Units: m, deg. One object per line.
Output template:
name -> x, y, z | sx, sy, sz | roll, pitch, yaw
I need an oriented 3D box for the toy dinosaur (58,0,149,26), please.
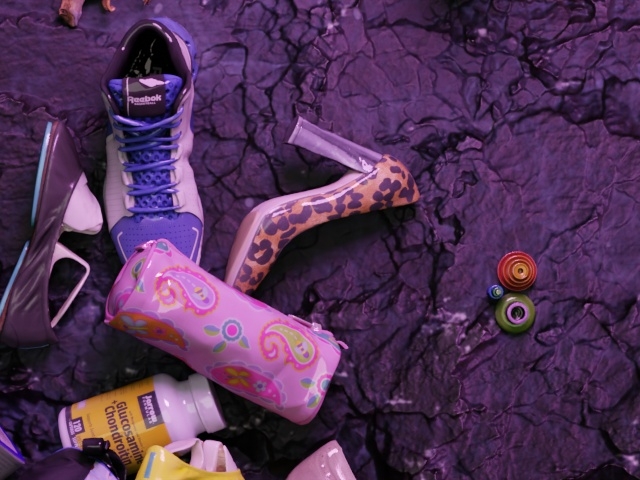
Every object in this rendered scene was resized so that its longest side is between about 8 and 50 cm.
toy dinosaur -> -0.245, -0.351, 1.662 | 0.112, 0.064, 0.212 | 31, 88, 1

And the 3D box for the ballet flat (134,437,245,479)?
ballet flat -> -0.140, 0.269, 1.573 | 0.077, 0.231, 0.077 | 0, 80, 24

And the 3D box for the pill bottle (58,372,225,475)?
pill bottle -> -0.212, 0.220, 1.627 | 0.184, 0.103, 0.103 | -20, 89, -1

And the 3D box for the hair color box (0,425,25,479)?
hair color box -> -0.517, 0.304, 1.546 | 0.339, 0.185, 0.110 | -38, 77, -12

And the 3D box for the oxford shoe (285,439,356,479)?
oxford shoe -> 0.111, 0.405, 1.614 | 0.397, 0.140, 0.146 | 43, 81, -2

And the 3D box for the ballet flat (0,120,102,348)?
ballet flat -> -0.319, -0.002, 1.644 | 0.096, 0.095, 0.281 | 15, 99, -10

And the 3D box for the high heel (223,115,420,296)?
high heel -> 0.000, 0.000, 1.654 | 0.186, 0.093, 0.261 | 24, 97, -15

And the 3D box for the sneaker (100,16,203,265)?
sneaker -> -0.207, -0.121, 1.597 | 0.127, 0.182, 0.316 | -1, 88, 0

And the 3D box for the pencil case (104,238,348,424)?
pencil case -> -0.109, 0.107, 1.590 | 0.284, 0.124, 0.124 | 29, 88, -17

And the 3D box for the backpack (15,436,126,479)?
backpack -> -0.277, 0.398, 1.538 | 0.263, 0.213, 0.276 | 43, 126, -16

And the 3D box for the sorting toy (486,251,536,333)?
sorting toy -> 0.237, 0.064, 1.670 | 0.061, 0.042, 0.102 | 0, 89, -1
